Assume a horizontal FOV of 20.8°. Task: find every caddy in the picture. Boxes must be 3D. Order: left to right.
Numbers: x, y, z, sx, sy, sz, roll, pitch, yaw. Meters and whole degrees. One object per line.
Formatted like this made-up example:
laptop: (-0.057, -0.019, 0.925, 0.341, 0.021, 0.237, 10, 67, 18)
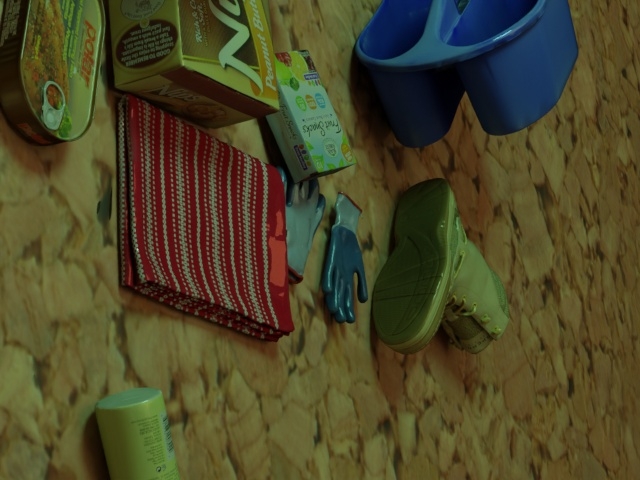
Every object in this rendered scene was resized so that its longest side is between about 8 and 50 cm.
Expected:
caddy: (0.183, -0.262, 2.170, 0.341, 0.241, 0.179, -60, 137, -53)

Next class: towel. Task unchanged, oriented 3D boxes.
towel: (-0.111, -0.018, 1.742, 0.275, 0.031, 0.199, 25, 56, -56)

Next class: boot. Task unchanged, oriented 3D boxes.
boot: (0.152, 0.079, 2.127, 0.203, 0.095, 0.262, 57, 30, -36)

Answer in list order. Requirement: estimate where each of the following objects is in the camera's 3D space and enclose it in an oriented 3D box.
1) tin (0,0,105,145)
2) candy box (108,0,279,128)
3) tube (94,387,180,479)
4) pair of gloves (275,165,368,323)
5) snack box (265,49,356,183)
tin: (-0.240, -0.172, 1.559, 0.106, 0.040, 0.190, 37, 48, -46)
candy box: (-0.133, -0.287, 1.747, 0.183, 0.087, 0.316, 19, 62, -59)
tube: (-0.147, 0.252, 1.540, 0.070, 0.062, 0.240, -15, 99, -19)
pair of gloves: (0.000, 0.000, 1.949, 0.198, 0.023, 0.159, 42, 46, -47)
snack box: (-0.021, -0.138, 1.926, 0.100, 0.037, 0.141, -19, 85, -61)
